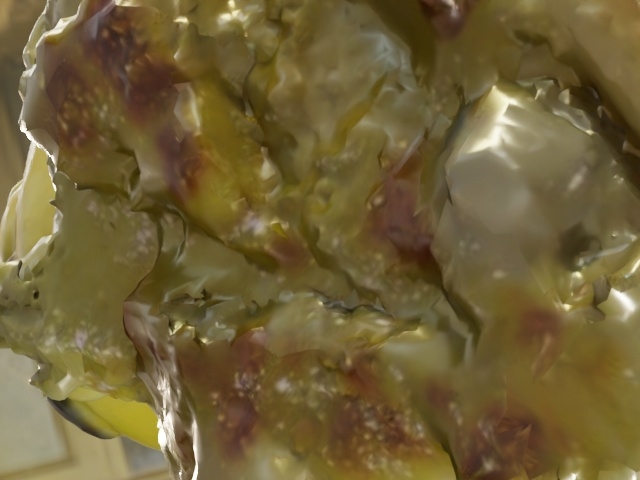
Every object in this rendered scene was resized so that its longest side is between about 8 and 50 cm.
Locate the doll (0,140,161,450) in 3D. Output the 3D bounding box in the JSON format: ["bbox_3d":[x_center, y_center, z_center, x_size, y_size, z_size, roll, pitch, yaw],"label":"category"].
[{"bbox_3d":[-0.021,-0.058,0.944,0.161,0.423,0.348,-22,-112,29],"label":"doll"}]

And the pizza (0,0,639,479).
[{"bbox_3d":[0.000,0.000,0.491,0.323,0.089,0.223,48,-57,26],"label":"pizza"}]
